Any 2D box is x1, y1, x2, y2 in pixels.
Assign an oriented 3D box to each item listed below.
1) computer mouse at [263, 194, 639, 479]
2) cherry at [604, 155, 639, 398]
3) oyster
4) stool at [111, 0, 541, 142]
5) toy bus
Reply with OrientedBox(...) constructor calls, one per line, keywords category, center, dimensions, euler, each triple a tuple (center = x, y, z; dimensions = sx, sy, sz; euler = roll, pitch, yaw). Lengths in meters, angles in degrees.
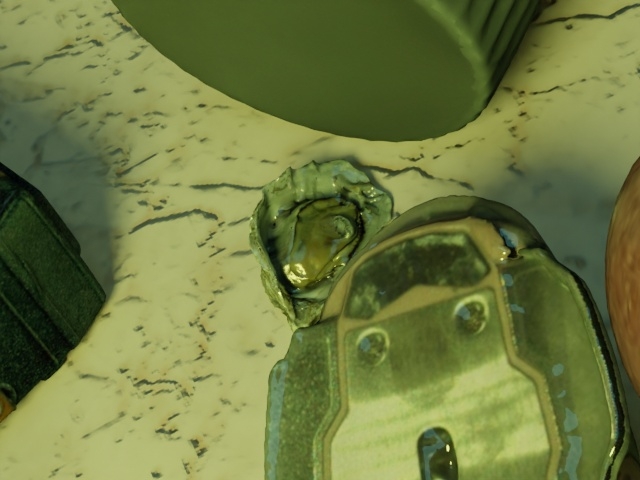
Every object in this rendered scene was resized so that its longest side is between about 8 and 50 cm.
OrientedBox(category="computer mouse", center=(0.087, 0.158, 0.908), dimensions=(0.199, 0.115, 0.389), euler=(-20, 62, 30))
OrientedBox(category="cherry", center=(0.268, 0.033, 0.831), dimensions=(0.261, 0.221, 0.307), euler=(-7, 34, -3))
OrientedBox(category="oyster", center=(0.000, 0.000, 1.109), dimensions=(0.100, 0.037, 0.098), euler=(-26, 67, -22))
OrientedBox(category="stool", center=(0.036, -0.261, 1.115), dimensions=(0.297, 0.297, 0.330), euler=(11, 66, 29))
OrientedBox(category="toy bus", center=(-0.278, 0.002, 1.153), dimensions=(0.167, 0.138, 0.275), euler=(-45, 50, -14))
